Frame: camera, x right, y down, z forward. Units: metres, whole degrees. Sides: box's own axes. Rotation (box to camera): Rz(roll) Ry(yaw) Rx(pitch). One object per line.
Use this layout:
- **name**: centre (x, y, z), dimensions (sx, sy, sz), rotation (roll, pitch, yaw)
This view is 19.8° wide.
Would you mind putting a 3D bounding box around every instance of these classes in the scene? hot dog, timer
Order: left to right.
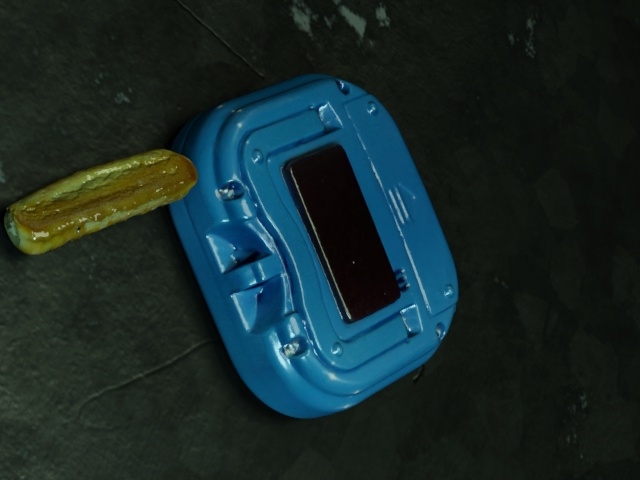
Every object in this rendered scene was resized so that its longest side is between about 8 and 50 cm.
- **hot dog**: centre (-0.209, -0.038, 1.722), dimensions (0.216, 0.047, 0.066), rotation (-26, 70, -41)
- **timer**: centre (0.000, 0.000, 1.905), dimensions (0.309, 0.115, 0.340), rotation (-25, 94, -47)
